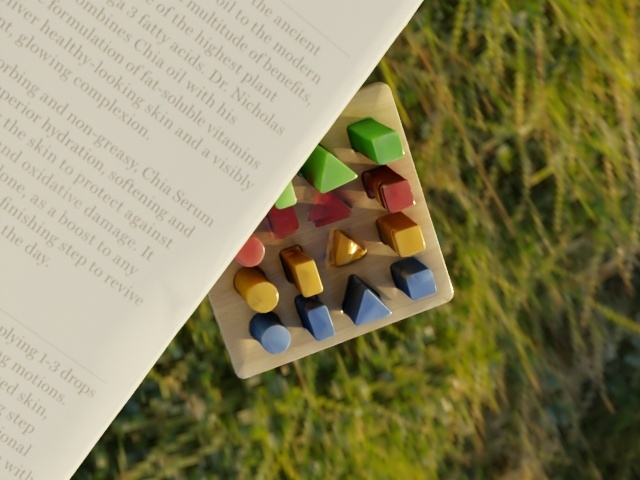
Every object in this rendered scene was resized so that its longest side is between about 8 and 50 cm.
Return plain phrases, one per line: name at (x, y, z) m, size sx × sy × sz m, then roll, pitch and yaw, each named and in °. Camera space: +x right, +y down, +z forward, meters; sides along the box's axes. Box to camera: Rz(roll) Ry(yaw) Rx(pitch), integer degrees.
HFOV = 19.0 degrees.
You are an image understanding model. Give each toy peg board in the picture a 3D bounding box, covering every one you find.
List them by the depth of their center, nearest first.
toy peg board at (0.000, 0.000, 1.263) m, size 0.161 × 0.079 × 0.160 m, roll -20°, pitch 106°, yaw -8°

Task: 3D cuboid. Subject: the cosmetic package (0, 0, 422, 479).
cosmetic package at (-0.142, -0.082, 1.071) m, size 0.230 × 0.161 × 0.453 m, roll 38°, pitch 87°, yaw -21°
